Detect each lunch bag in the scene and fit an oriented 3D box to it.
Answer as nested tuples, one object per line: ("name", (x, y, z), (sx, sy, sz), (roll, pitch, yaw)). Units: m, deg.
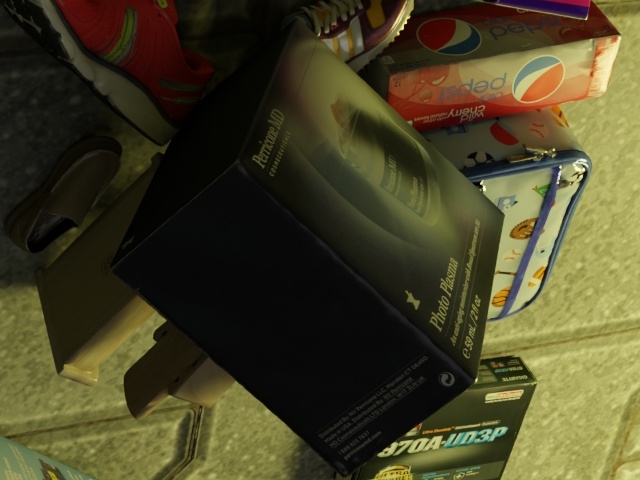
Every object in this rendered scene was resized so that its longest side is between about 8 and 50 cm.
("lunch bag", (0.159, -0.020, 2.035), (0.243, 0.115, 0.303), (-10, 146, -19))

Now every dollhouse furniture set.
("dollhouse furniture set", (-0.090, 0.104, 1.925), (0.303, 0.286, 0.198), (24, 124, -40))

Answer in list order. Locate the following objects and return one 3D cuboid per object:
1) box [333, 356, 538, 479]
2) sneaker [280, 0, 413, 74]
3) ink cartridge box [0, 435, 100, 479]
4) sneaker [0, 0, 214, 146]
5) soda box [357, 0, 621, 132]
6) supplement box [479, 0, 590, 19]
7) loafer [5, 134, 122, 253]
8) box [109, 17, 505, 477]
("box", (0.138, 0.230, 2.326), (0.220, 0.051, 0.175), (-4, 130, -26))
("sneaker", (0.013, -0.205, 1.851), (0.084, 0.069, 0.185), (26, 111, -43))
("ink cartridge box", (-0.406, 0.338, 2.042), (0.270, 0.151, 0.395), (-44, 137, 12))
("sneaker", (-0.193, -0.201, 1.737), (0.118, 0.107, 0.279), (-50, 141, -4))
("soda box", (0.165, -0.181, 1.940), (0.263, 0.092, 0.083), (-11, 133, -20))
("supplement box", (0.191, -0.323, 1.757), (0.114, 0.111, 0.220), (5, 99, -32))
("loafer", (-0.244, -0.040, 1.867), (0.148, 0.050, 0.056), (-46, 135, 14))
("box", (0.000, 0.000, 1.756), (0.294, 0.296, 0.183), (42, 119, -15))
